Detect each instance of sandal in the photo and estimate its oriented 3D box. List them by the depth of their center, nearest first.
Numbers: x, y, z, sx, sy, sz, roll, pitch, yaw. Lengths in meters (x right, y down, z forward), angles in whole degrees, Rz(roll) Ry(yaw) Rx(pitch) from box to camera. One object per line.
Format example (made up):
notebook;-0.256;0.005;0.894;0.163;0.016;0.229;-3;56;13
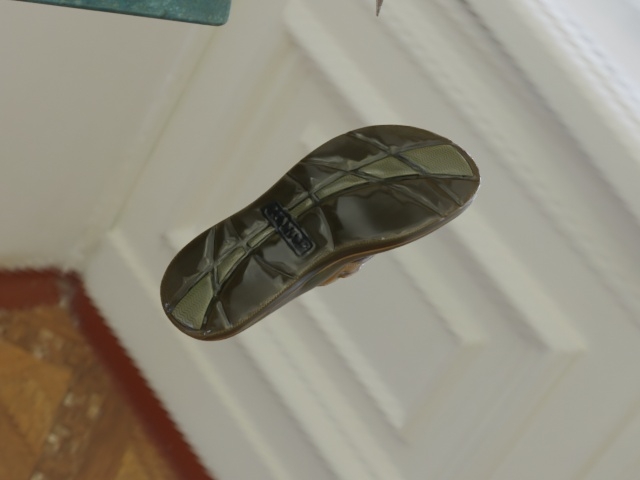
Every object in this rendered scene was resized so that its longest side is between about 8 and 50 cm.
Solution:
sandal;0.000;0.000;1.151;0.219;0.060;0.090;-34;67;-10

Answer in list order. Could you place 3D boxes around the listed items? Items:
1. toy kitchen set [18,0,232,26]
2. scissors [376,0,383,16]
toy kitchen set;-0.115;-0.010;0.506;0.166;0.207;0.122;6;12;-18
scissors;0.044;-0.183;1.085;0.021;0.297;0.109;-24;64;-8
